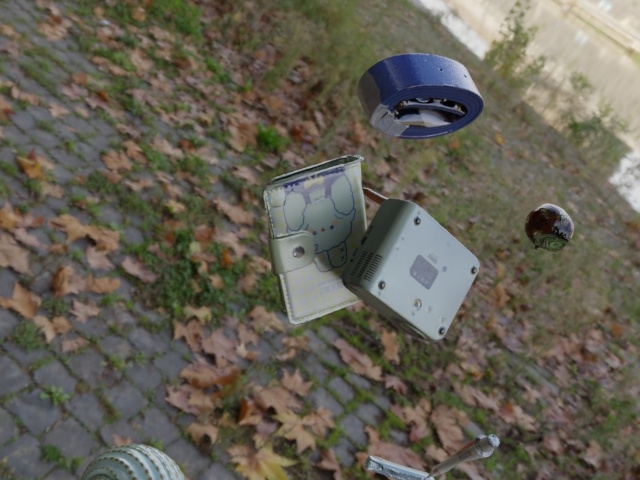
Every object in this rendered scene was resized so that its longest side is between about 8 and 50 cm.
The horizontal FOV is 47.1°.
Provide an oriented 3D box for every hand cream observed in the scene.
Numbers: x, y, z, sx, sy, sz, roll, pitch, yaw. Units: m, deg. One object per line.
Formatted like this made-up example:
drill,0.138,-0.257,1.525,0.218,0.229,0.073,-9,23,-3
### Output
hand cream,0.256,0.390,1.323,0.052,0.216,0.038,8,58,-21

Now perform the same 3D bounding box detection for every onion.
onion,0.560,-0.035,1.801,0.117,0.118,0.118,25,26,-25

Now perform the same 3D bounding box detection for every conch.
conch,-0.399,0.610,1.600,0.319,0.303,0.215,35,-2,-32

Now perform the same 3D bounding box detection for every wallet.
wallet,0.000,0.000,1.487,0.223,0.309,0.077,-16,26,-16

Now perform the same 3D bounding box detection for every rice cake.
rice cake,0.187,0.543,1.711,0.180,0.030,0.042,22,11,-15

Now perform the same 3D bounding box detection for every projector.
projector,0.184,0.065,1.458,0.250,0.198,0.108,39,-14,-34

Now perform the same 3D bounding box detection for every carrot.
carrot,0.195,-0.112,2.202,0.190,0.037,0.037,29,21,28

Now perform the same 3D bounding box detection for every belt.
belt,0.258,-0.367,1.889,0.347,0.212,0.117,-2,60,-35
